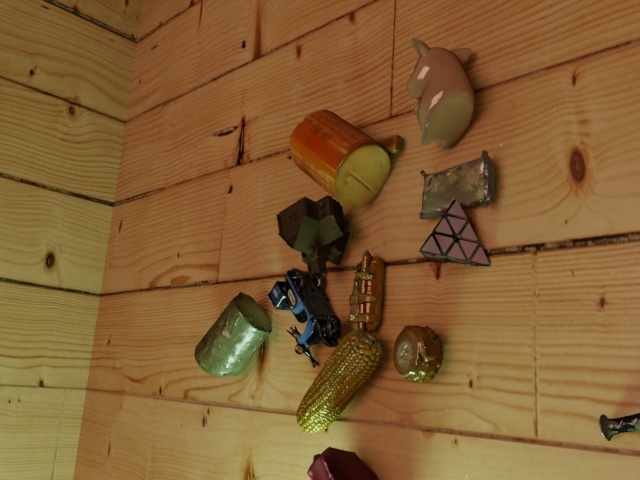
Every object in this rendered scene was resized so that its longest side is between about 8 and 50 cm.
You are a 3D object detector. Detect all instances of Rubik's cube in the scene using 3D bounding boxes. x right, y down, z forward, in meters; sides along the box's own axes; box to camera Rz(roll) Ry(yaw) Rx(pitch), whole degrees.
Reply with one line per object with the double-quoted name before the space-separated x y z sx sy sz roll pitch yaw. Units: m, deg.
"Rubik's cube" 0.390 -0.021 1.771 0.190 0.211 0.178 12 87 13

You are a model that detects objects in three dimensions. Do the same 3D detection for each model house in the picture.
"model house" 0.000 0.000 2.081 0.204 0.211 0.244 -32 52 38

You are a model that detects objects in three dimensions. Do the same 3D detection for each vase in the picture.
"vase" 0.689 0.387 1.366 0.167 0.059 0.059 -28 59 38

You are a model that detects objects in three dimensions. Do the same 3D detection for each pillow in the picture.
"pillow" 0.394 -0.153 1.834 0.255 0.059 0.169 -13 74 45

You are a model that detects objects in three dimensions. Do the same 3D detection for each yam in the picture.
"yam" -0.315 0.358 2.322 0.300 0.195 0.195 -52 47 20

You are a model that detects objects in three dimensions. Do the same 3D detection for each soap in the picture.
"soap" 0.089 0.732 1.774 0.127 0.220 0.325 -45 49 16

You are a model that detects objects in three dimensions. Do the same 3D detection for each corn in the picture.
"corn" 0.059 0.432 1.951 0.387 0.143 0.144 -59 45 22

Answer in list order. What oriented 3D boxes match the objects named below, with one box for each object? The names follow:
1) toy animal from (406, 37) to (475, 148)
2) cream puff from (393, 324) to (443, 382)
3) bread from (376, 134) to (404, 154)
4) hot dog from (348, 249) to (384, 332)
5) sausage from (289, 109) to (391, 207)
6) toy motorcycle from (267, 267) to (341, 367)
"toy animal" 0.356 -0.436 1.882 0.213 0.194 0.256 120 141 -48
"cream puff" 0.277 0.315 1.772 0.165 0.115 0.150 -62 36 26
"bread" 0.222 -0.305 2.065 0.103 0.049 0.062 -4 67 46
"hot dog" 0.144 0.163 1.990 0.109 0.072 0.270 -5 76 43
"sausage" 0.062 -0.274 2.095 0.287 0.233 0.233 44 110 42
"toy motorcycle" -0.045 0.247 2.130 0.213 0.125 0.359 -59 42 27
